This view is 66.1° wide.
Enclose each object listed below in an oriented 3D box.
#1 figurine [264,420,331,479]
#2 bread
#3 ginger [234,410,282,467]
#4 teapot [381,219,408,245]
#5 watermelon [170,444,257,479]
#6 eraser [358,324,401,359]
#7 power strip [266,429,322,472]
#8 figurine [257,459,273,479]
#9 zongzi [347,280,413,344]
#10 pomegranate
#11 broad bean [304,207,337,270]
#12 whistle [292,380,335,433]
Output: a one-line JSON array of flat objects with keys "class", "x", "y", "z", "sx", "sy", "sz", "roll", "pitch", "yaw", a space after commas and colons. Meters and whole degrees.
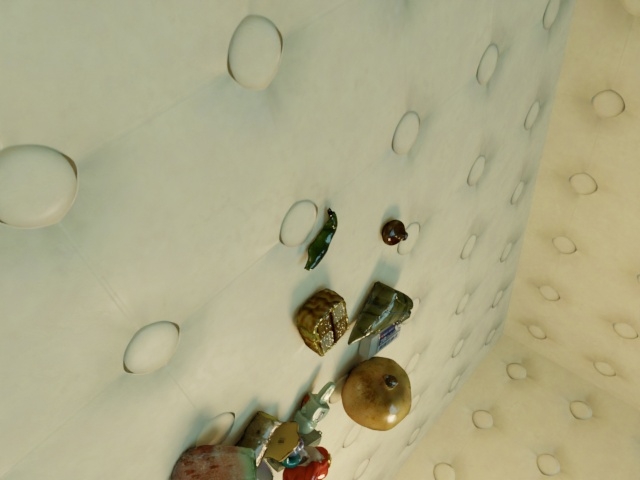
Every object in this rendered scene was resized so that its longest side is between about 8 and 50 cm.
[{"class": "figurine", "x": -0.077, "y": 0.796, "z": 1.764, "sx": 0.181, "sy": 0.208, "sz": 0.257, "roll": -36, "pitch": 115, "yaw": 6}, {"class": "bread", "x": 0.009, "y": 0.274, "z": 1.627, "sx": 0.181, "sy": 0.096, "sz": 0.222, "roll": -43, "pitch": 145, "yaw": -23}, {"class": "ginger", "x": -0.229, "y": 0.689, "z": 1.621, "sx": 0.263, "sy": 0.109, "sz": 0.116, "roll": -57, "pitch": 145, "yaw": -5}, {"class": "teapot", "x": 0.274, "y": -0.022, "z": 1.765, "sx": 0.129, "sy": 0.078, "sz": 0.098, "roll": 14, "pitch": 104, "yaw": -56}, {"class": "watermelon", "x": -0.317, "y": 0.691, "z": 1.477, "sx": 0.140, "sy": 0.256, "sz": 0.193, "roll": -168, "pitch": -95, "yaw": -82}, {"class": "eraser", "x": 0.253, "y": 0.401, "z": 2.075, "sx": 0.210, "sy": 0.068, "sz": 0.124, "roll": -26, "pitch": 135, "yaw": -39}, {"class": "power strip", "x": -0.100, "y": 0.808, "z": 1.909, "sx": 0.272, "sy": 0.078, "sz": 0.052, "roll": -14, "pitch": 127, "yaw": -48}, {"class": "figurine", "x": -0.258, "y": 0.849, "z": 1.719, "sx": 0.154, "sy": 0.132, "sz": 0.132, "roll": -49, "pitch": 147, "yaw": 7}, {"class": "zongzi", "x": 0.240, "y": 0.315, "z": 1.941, "sx": 0.251, "sy": 0.125, "sz": 0.274, "roll": 28, "pitch": 94, "yaw": -50}, {"class": "pomegranate", "x": 0.238, "y": 0.631, "z": 2.033, "sx": 0.319, "sy": 0.319, "sz": 0.319, "roll": -33, "pitch": 138, "yaw": -35}, {"class": "broad bean", "x": 0.006, "y": -0.001, "z": 1.457, "sx": 0.061, "sy": 0.046, "sz": 0.195, "roll": 17, "pitch": 96, "yaw": -44}, {"class": "whistle", "x": -0.028, "y": 0.635, "z": 1.851, "sx": 0.253, "sy": 0.106, "sz": 0.102, "roll": -55, "pitch": 163, "yaw": 6}]
